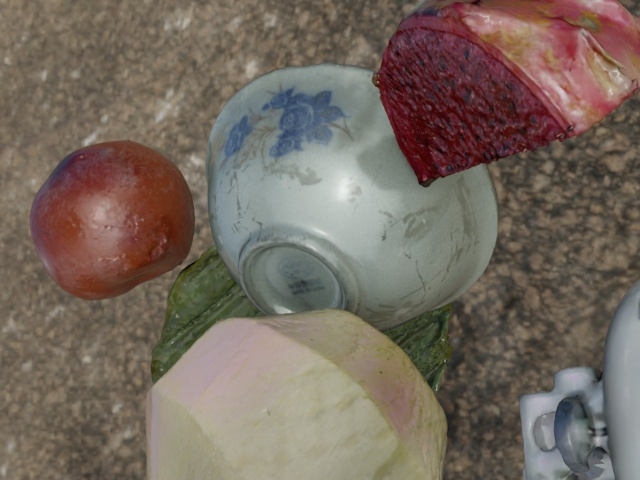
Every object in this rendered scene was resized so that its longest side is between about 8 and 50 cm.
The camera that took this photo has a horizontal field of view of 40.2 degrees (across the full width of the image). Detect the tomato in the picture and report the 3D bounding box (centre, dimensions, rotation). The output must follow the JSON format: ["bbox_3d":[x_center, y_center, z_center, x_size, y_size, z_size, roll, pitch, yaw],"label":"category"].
[{"bbox_3d":[-0.265,-0.031,1.112,0.208,0.208,0.184,-35,78,40],"label":"tomato"}]

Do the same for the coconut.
[{"bbox_3d":[-0.031,0.188,0.718,0.259,0.259,0.259,-8,79,47],"label":"coconut"}]

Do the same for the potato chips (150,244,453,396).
[{"bbox_3d":[-0.040,0.156,1.097,0.429,0.358,0.070,-46,11,11],"label":"potato chips"}]

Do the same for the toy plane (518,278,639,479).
[{"bbox_3d":[0.241,0.143,0.530,0.267,0.122,0.267,-12,71,37],"label":"toy plane"}]

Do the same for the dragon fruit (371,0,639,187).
[{"bbox_3d":[0.143,-0.138,0.644,0.126,0.161,0.274,61,165,-4],"label":"dragon fruit"}]

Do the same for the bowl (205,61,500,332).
[{"bbox_3d":[0.000,0.000,0.840,0.313,0.146,0.313,14,131,17],"label":"bowl"}]
